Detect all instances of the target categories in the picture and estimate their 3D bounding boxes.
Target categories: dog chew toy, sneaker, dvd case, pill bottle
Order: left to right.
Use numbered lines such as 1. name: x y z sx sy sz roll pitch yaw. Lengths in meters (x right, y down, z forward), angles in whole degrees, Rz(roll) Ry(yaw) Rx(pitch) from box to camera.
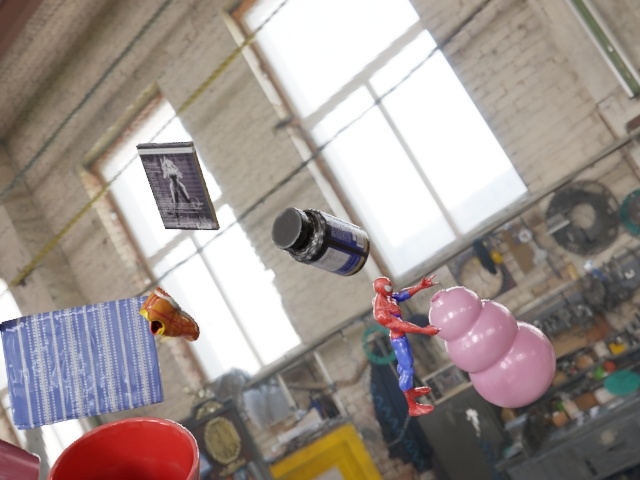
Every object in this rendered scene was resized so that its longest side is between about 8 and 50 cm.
1. sneaker: -0.259 0.137 1.387 0.067 0.064 0.175 -51 -30 -11
2. dvd case: -0.328 -0.124 1.881 0.164 0.221 0.018 2 30 31
3. pill bottle: 0.000 0.000 1.815 0.122 0.123 0.219 -36 -37 30
4. dog chew toy: 0.385 0.234 1.880 0.206 0.332 0.207 -46 13 14

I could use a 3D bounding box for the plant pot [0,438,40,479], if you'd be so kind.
1. plant pot: -0.631 0.447 1.513 0.180 0.201 0.201 19 -37 -25

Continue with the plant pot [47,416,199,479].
1. plant pot: -0.338 0.501 1.479 0.274 0.243 0.275 -3 26 1

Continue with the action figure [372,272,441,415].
1. action figure: 0.181 0.176 1.494 0.139 0.281 0.091 -20 24 8

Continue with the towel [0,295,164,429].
1. towel: -0.522 0.267 1.781 0.335 0.243 0.040 -10 -3 -3
